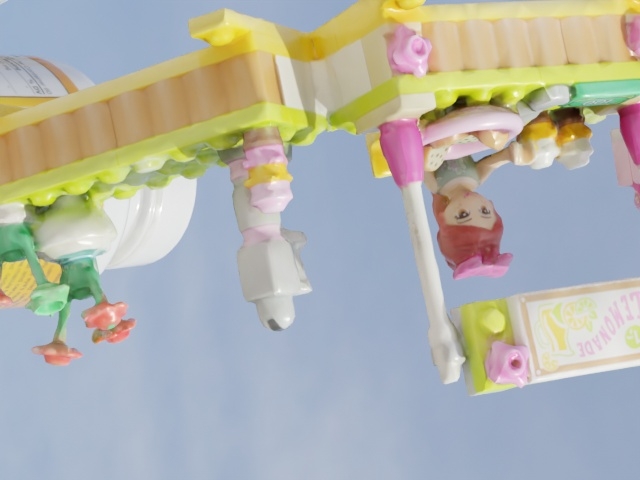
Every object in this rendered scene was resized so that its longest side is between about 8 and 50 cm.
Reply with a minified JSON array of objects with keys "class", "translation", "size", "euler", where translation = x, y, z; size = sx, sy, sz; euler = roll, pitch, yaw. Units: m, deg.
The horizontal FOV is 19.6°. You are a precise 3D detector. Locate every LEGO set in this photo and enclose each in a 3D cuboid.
[{"class":"LEGO set","translation":[0.000,0.000,0.514],"size":[0.132,0.287,0.107],"euler":[128,-49,-77]}]

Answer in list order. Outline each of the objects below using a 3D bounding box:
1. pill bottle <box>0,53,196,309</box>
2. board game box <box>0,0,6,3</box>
[{"class":"pill bottle","translation":[-0.187,-0.030,0.970],"size":[0.136,0.245,0.136],"euler":[3,-85,42]},{"class":"board game box","translation":[-0.082,-0.058,0.359],"size":[0.090,0.090,0.020],"euler":[-23,-92,19]}]
